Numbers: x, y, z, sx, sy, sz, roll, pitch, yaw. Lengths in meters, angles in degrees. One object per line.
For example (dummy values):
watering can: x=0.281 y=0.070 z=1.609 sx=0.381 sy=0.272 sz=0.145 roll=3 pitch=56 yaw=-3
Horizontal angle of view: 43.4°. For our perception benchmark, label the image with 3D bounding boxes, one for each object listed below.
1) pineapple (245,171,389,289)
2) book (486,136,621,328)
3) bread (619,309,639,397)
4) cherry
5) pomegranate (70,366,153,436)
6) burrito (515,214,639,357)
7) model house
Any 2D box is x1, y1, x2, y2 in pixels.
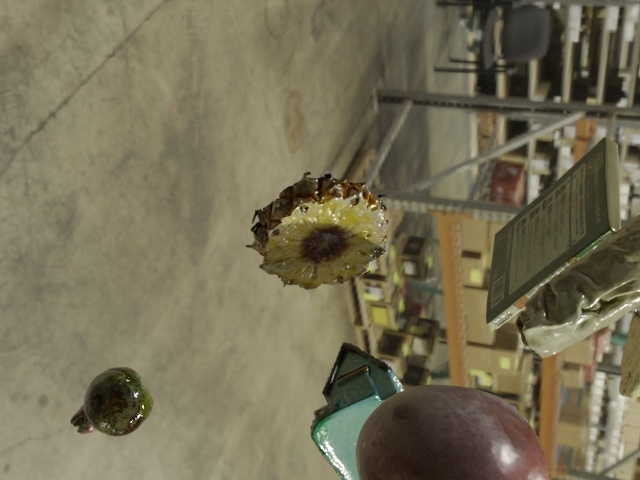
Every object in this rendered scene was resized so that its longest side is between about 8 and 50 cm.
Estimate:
pineapple: x=0.000 y=0.000 z=1.102 sx=0.221 sy=0.221 sz=0.047 roll=74 pitch=2 yaw=-46
book: x=0.340 y=-0.008 z=1.192 sx=0.264 sy=0.027 sz=0.202 roll=-50 pitch=-165 yaw=44
bread: x=0.586 y=0.199 z=1.457 sx=0.251 sy=0.039 sz=0.181 roll=44 pitch=60 yaw=-75
cherry: x=0.187 y=0.315 z=1.086 sx=0.308 sy=0.261 sz=0.221 roll=-6 pitch=142 yaw=-46
pomegranate: x=-0.397 y=0.302 z=1.501 sx=0.138 sy=0.163 sz=0.125 roll=-87 pitch=167 yaw=-66
burrito: x=0.371 y=0.007 z=0.881 sx=0.392 sy=0.076 sz=0.117 roll=-32 pitch=162 yaw=-11
model house: x=0.089 y=0.381 z=1.875 sx=0.280 sy=0.230 sz=0.248 roll=61 pitch=2 yaw=-35
